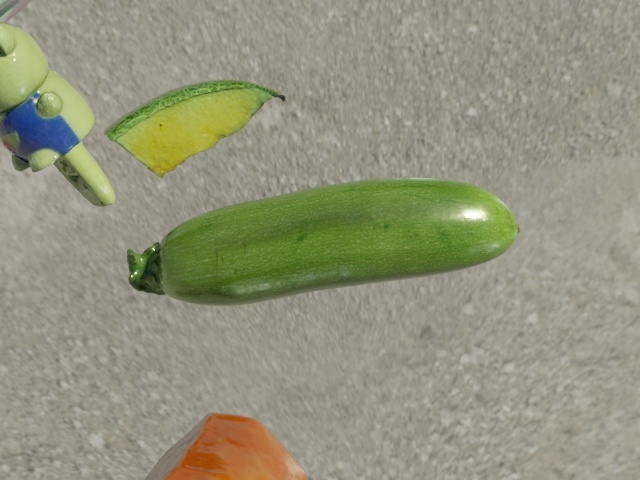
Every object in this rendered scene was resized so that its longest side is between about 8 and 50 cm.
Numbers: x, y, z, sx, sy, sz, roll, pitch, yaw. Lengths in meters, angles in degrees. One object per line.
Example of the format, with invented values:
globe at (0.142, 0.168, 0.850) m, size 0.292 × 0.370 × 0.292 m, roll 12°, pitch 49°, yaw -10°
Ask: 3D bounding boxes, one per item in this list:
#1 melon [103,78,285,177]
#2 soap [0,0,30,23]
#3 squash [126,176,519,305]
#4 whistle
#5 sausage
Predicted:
melon at (-0.174, -0.169, 1.490) m, size 0.262 × 0.053 × 0.114 m, roll -22°, pitch 98°, yaw -7°
soap at (-0.571, -0.424, 1.626) m, size 0.324 × 0.109 × 0.192 m, roll -18°, pitch 87°, yaw -6°
squash at (0.000, 0.000, 1.031) m, size 0.395 × 0.107 × 0.107 m, roll -8°, pitch 71°, yaw 3°
whistle at (-0.274, -0.119, 1.000) m, size 0.105 × 0.227 × 0.085 m, roll 6°, pitch 47°, yaw 48°
sausage at (-0.098, 0.253, 0.933) m, size 0.153 × 0.268 × 0.141 m, roll -44°, pitch 90°, yaw 12°
